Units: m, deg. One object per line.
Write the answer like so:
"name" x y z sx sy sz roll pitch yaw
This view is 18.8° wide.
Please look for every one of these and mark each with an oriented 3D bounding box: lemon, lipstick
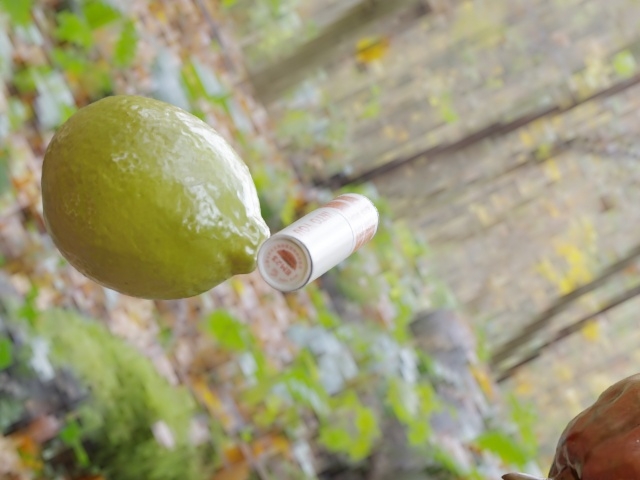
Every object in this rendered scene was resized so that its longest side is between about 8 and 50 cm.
"lemon" -0.154 -0.034 1.766 0.248 0.184 0.184 28 -18 28
"lipstick" 0.000 0.000 1.249 0.038 0.038 0.131 64 23 -3

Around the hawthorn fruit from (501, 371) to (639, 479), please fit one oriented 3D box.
"hawthorn fruit" 0.279 0.214 1.465 0.277 0.298 0.277 -168 -90 -80
